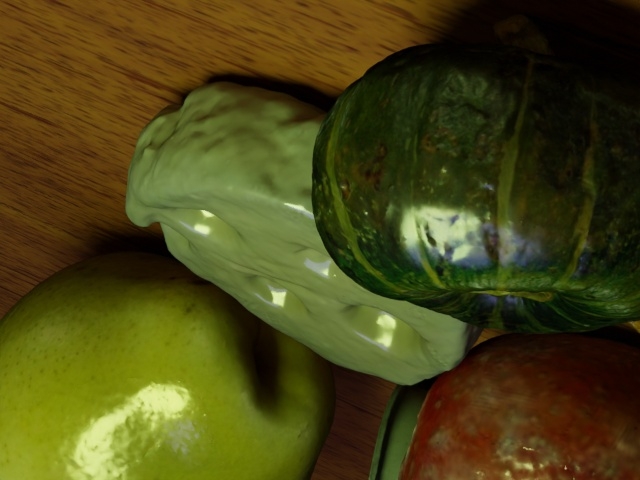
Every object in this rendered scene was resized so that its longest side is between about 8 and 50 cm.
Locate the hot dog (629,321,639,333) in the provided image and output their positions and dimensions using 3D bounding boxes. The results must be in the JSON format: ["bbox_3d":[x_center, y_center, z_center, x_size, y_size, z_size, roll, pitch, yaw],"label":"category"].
[{"bbox_3d":[0.267,0.047,1.215,0.092,0.062,0.235,4,151,45],"label":"hot dog"}]

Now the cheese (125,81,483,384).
[{"bbox_3d":[0.000,0.000,1.346,0.318,0.115,0.326,17,155,22],"label":"cheese"}]

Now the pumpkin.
[{"bbox_3d":[0.121,-0.047,1.037,0.260,0.189,0.260,5,169,1],"label":"pumpkin"}]

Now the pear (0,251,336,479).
[{"bbox_3d":[-0.179,0.192,1.669,0.362,0.362,0.418,38,129,-24],"label":"pear"}]

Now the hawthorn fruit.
[{"bbox_3d":[0.204,0.206,1.391,0.284,0.284,0.284,23,158,10],"label":"hawthorn fruit"}]

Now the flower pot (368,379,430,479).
[{"bbox_3d":[0.164,0.239,1.612,0.202,0.212,0.212,4,151,20],"label":"flower pot"}]
